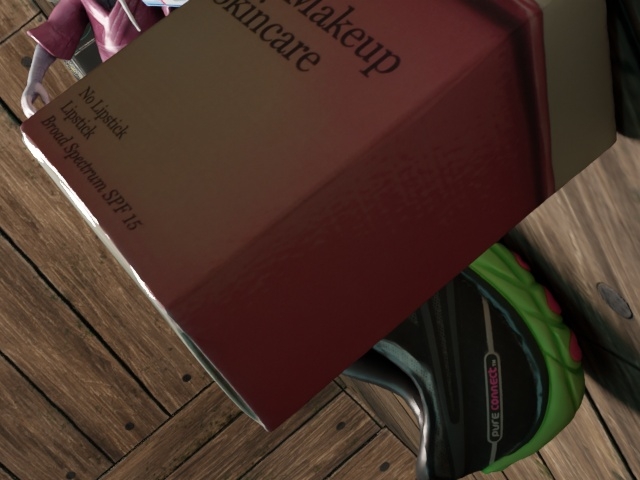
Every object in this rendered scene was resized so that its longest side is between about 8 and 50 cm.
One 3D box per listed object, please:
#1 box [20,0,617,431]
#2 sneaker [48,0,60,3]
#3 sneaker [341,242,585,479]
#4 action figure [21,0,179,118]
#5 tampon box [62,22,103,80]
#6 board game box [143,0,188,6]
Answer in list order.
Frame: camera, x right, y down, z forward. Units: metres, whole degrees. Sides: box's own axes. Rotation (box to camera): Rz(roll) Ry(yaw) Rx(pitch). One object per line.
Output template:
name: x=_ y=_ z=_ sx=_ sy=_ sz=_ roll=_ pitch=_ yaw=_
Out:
box: x=0.005 y=-0.051 z=0.457 sx=0.148 sy=0.232 sz=0.127 roll=44 pitch=169 yaw=36
sneaker: x=-0.408 y=-0.452 z=1.362 sx=0.130 sy=0.109 sz=0.286 roll=29 pitch=166 yaw=41
sneaker: x=0.000 y=0.000 z=0.795 sx=0.483 sy=0.202 sz=0.185 roll=47 pitch=170 yaw=20
action figure: x=-0.189 y=-0.226 z=1.095 sx=0.275 sy=0.248 sz=0.370 roll=-77 pitch=-21 yaw=-45
tampon box: x=-0.355 y=-0.318 z=1.512 sx=0.101 sy=0.120 sz=0.161 roll=56 pitch=170 yaw=-28
board game box: x=-0.138 y=-0.250 z=0.756 sx=0.160 sy=0.039 sz=0.211 roll=40 pitch=168 yaw=-37
